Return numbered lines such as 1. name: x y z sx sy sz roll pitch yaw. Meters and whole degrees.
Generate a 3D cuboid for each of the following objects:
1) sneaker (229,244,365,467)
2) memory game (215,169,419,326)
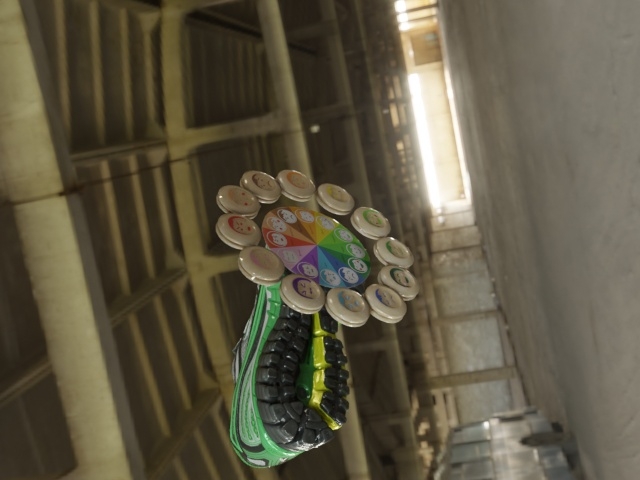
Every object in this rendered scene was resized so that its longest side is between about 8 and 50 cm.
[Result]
1. sneaker: -0.046 0.102 0.965 0.134 0.146 0.343 32 -137 -20
2. memory game: 0.000 0.000 0.677 0.186 0.186 0.012 -87 22 -54
